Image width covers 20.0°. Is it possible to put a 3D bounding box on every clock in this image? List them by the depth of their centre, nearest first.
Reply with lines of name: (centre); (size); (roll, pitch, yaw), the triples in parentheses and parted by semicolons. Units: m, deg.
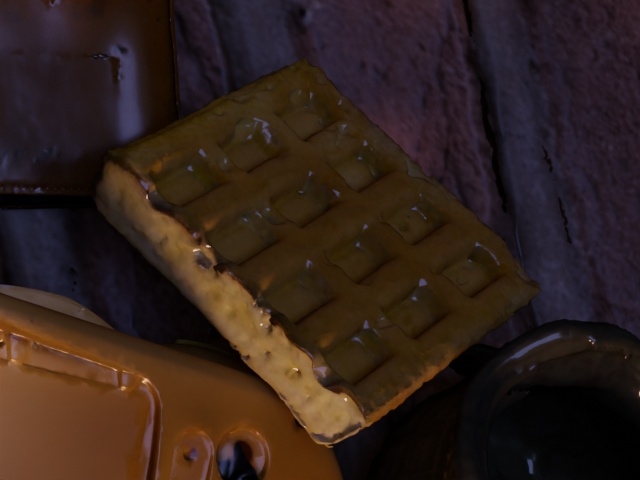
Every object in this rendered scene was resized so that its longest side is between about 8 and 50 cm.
clock: (-0.132, 0.170, 1.152); (0.317, 0.200, 0.244); (18, 79, -29)

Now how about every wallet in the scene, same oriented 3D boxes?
wallet: (-0.189, -0.102, 1.233); (0.196, 0.042, 0.161); (-1, 89, -26)

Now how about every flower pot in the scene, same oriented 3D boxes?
flower pot: (0.173, 0.199, 1.231); (0.302, 0.213, 0.301); (13, 58, -21)

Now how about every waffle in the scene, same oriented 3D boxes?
waffle: (0.000, 0.000, 1.210); (0.248, 0.055, 0.221); (45, 41, 13)
